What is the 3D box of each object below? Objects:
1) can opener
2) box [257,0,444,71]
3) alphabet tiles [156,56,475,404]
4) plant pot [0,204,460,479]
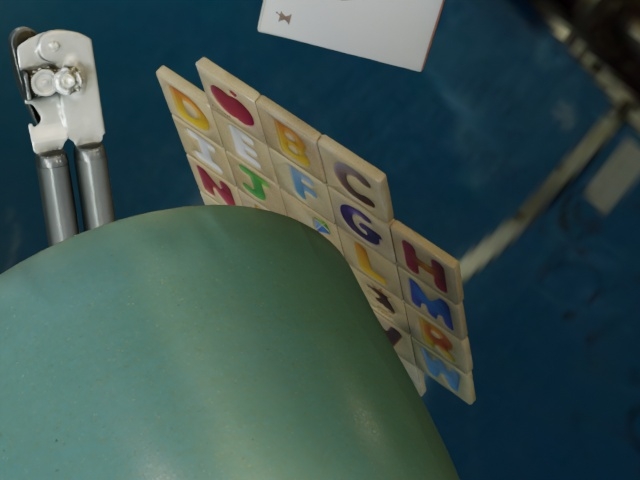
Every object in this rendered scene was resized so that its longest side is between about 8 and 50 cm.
[{"bbox_3d":[-0.244,-0.072,1.707,0.074,0.280,0.093,-12,-169,-17],"label":"can opener"},{"bbox_3d":[0.052,-0.348,1.756,0.168,0.215,0.345,14,-151,-4],"label":"box"},{"bbox_3d":[0.000,0.000,1.338,0.285,0.011,0.342,35,161,24],"label":"alphabet tiles"},{"bbox_3d":[-0.053,0.168,0.841,0.293,0.293,0.235,14,-149,-45],"label":"plant pot"}]
